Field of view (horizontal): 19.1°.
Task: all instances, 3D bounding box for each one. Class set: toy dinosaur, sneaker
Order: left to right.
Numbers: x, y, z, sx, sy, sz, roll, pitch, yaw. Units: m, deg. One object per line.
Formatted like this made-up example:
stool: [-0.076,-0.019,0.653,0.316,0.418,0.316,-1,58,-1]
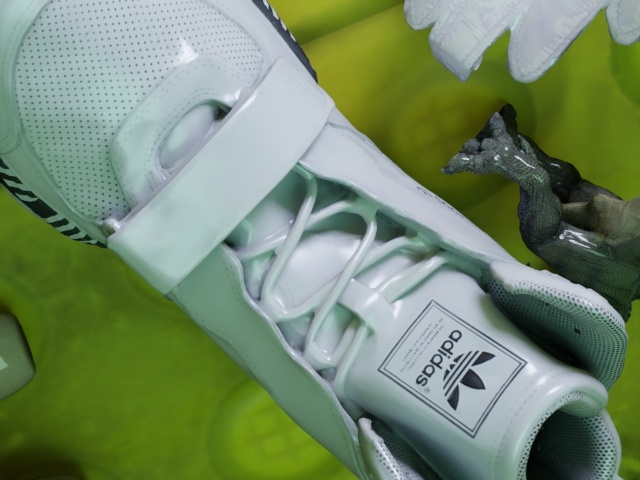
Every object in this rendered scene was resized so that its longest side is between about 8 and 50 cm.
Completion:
sneaker: [0.000,0.000,0.782,0.137,0.210,0.366,-49,130,-6]
toy dinosaur: [0.115,-0.010,0.865,0.118,0.268,0.064,42,82,3]

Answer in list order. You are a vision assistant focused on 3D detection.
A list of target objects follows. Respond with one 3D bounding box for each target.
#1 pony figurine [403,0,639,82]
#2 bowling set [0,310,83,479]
pony figurine: [0.247,-0.149,0.784,0.363,0.303,0.351,22,104,-43]
bowling set: [-0.165,0.194,0.884,0.154,0.200,0.287,-21,120,-3]
